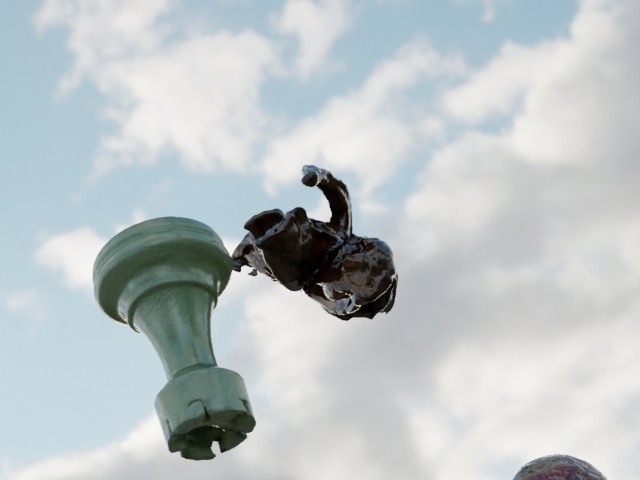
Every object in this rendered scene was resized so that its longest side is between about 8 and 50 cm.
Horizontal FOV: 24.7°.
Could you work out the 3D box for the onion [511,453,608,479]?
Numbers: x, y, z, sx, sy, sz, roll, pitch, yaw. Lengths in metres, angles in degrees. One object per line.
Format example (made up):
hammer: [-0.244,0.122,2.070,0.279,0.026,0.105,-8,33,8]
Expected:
onion: [0.147,0.181,0.872,0.097,0.107,0.107,-6,-25,13]

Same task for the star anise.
star anise: [0.000,0.000,0.780,0.070,0.097,0.190,-60,-6,-5]

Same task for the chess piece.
chess piece: [-0.063,0.047,0.670,0.067,0.103,0.067,-15,-34,-11]
